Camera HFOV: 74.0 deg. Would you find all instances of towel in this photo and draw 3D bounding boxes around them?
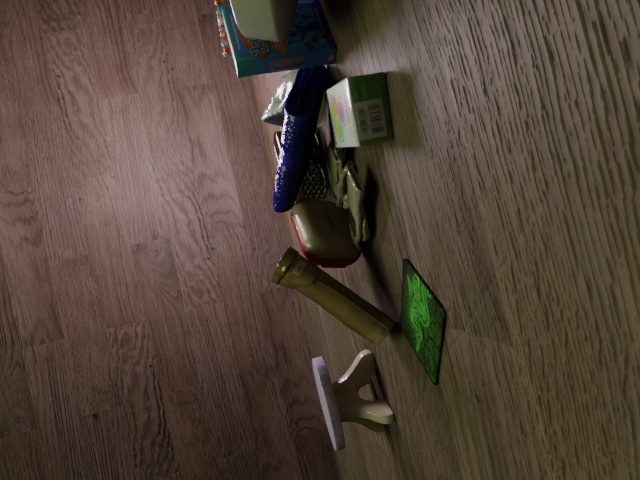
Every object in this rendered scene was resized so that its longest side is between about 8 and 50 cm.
[{"bbox_3d":[-0.063,-0.240,1.024,0.308,0.077,0.227,106,-179,-50],"label":"towel"}]

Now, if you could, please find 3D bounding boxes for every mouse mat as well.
[{"bbox_3d":[0.174,0.142,0.748,0.152,0.007,0.189,-116,17,-53],"label":"mouse mat"}]

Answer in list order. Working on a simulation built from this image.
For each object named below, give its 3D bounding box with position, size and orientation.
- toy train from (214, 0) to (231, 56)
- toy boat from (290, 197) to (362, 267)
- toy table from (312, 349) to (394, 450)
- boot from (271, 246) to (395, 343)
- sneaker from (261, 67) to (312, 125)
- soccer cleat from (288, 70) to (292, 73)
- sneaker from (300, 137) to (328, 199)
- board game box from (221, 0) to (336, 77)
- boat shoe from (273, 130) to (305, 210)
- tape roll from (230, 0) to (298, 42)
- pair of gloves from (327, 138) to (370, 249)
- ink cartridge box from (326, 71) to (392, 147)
[{"bbox_3d":[-0.298,-0.674,1.346,0.166,0.046,0.125,110,149,-71],"label":"toy train"},{"bbox_3d":[0.000,0.000,1.067,0.231,0.151,0.151,-111,33,-45],"label":"toy boat"},{"bbox_3d":[0.084,0.434,1.176,0.252,0.161,0.273,-122,21,-62],"label":"toy table"},{"bbox_3d":[0.018,0.131,0.971,0.270,0.089,0.236,35,173,1],"label":"boot"},{"bbox_3d":[-0.076,-0.398,1.173,0.281,0.105,0.115,-15,71,58],"label":"sneaker"},{"bbox_3d":[-0.066,-0.434,1.254,0.072,0.061,0.178,-93,3,-48],"label":"soccer cleat"},{"bbox_3d":[-0.021,-0.225,1.251,0.097,0.084,0.234,-52,-46,-71],"label":"sneaker"},{"bbox_3d":[-0.089,-0.435,0.901,0.047,0.211,0.159,102,153,-68],"label":"board game box"},{"bbox_3d":[-0.072,-0.232,1.397,0.110,0.105,0.306,130,129,-67],"label":"boat shoe"},{"bbox_3d":[-0.076,-0.535,0.691,0.392,0.072,0.391,-172,90,-90],"label":"tape roll"},{"bbox_3d":[0.064,-0.114,0.944,0.204,0.042,0.240,83,171,-47],"label":"pair of gloves"},{"bbox_3d":[0.058,-0.227,0.767,0.209,0.062,0.108,-135,33,-73],"label":"ink cartridge box"}]
